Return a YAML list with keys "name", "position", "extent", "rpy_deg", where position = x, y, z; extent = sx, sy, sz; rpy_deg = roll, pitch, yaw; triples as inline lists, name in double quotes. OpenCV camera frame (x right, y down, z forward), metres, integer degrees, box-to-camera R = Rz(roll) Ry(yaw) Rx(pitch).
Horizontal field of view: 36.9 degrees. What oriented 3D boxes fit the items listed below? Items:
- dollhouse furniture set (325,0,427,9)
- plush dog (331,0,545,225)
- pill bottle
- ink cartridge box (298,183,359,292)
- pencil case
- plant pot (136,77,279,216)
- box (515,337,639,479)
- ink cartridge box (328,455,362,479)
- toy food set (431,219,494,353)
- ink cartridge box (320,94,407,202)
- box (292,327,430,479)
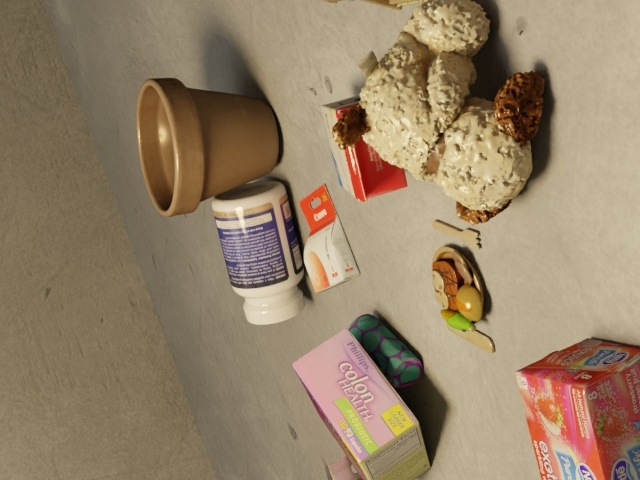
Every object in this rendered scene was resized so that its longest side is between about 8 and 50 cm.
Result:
- name: "dollhouse furniture set"
  position: [0.093, -0.393, 1.260]
  extent: [0.182, 0.101, 0.161]
  rpy_deg: [18, 99, 62]
- name: "plush dog"
  position: [0.160, -0.133, 1.184]
  extent: [0.225, 0.210, 0.262]
  rpy_deg: [34, 143, 19]
- name: "pill bottle"
  position: [-0.118, 0.024, 1.928]
  extent: [0.153, 0.153, 0.265]
  rpy_deg: [19, 125, 61]
- name: "ink cartridge box"
  position: [0.000, 0.000, 1.789]
  extent: [0.179, 0.045, 0.145]
  rpy_deg: [66, 156, 3]
- name: "pencil case"
  position: [0.111, 0.193, 1.666]
  extent: [0.152, 0.064, 0.070]
  rpy_deg: [45, 131, 46]
- name: "plant pot"
  position: [-0.212, -0.192, 1.850]
  extent: [0.263, 0.229, 0.263]
  rpy_deg: [38, 134, 55]
- name: "box"
  position: [0.341, 0.259, 1.134]
  extent: [0.128, 0.122, 0.257]
  rpy_deg: [5, 112, 64]
- name: "ink cartridge box"
  position: [0.098, 0.508, 1.788]
  extent: [0.066, 0.189, 0.232]
  rpy_deg: [-34, 77, 37]
- name: "toy food set"
  position: [0.196, 0.070, 1.412]
  extent: [0.132, 0.038, 0.192]
  rpy_deg: [24, 129, 60]
- name: "ink cartridge box"
  position: [0.065, -0.139, 1.407]
  extent: [0.231, 0.078, 0.134]
  rpy_deg: [-126, 22, -77]
- name: "box"
  position: [0.075, 0.309, 1.667]
  extent: [0.213, 0.117, 0.243]
  rpy_deg: [52, 170, 31]
